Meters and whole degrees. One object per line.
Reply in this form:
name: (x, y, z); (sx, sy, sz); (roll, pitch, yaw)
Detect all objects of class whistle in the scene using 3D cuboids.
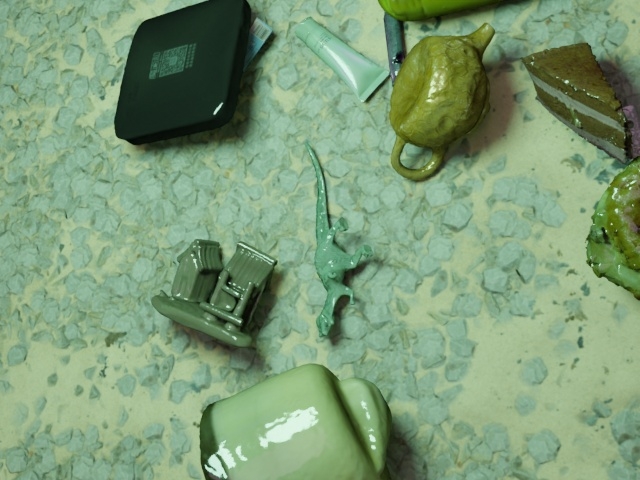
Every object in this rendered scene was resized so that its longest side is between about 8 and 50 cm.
whistle: (0.144, -0.376, 1.827); (0.033, 0.033, 0.176); (-10, 76, 16)

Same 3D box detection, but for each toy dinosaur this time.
toy dinosaur: (0.036, -0.013, 1.758); (0.129, 0.076, 0.382); (-15, 65, 40)

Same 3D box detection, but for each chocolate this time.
chocolate: (-0.016, 0.374, 1.574); (0.297, 0.314, 0.326); (-20, 72, 10)

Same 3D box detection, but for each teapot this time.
teapot: (0.229, -0.248, 1.712); (0.167, 0.203, 0.311); (15, 108, -20)

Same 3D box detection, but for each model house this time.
model house: (-0.186, 0.087, 1.789); (0.229, 0.122, 0.188); (22, 83, 24)

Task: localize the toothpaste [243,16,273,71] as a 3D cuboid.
toothpaste: (-0.170, -0.357, 1.921); (0.044, 0.070, 0.193); (36, 91, -8)

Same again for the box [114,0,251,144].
box: (-0.272, -0.339, 1.886); (0.289, 0.073, 0.289); (-8, 64, 31)

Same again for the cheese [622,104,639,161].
cheese: (0.565, -0.116, 1.621); (0.127, 0.050, 0.255); (-18, 73, 14)

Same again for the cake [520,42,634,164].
cake: (0.454, -0.240, 1.595); (0.113, 0.116, 0.295); (-24, 37, 0)

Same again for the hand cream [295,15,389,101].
hand cream: (0.036, -0.359, 1.852); (0.205, 0.050, 0.078); (42, 88, 17)

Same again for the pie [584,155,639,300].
pie: (0.603, -0.032, 1.511); (0.355, 0.103, 0.288); (-40, 78, 5)

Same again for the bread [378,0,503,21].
bread: (0.293, -0.498, 1.760); (0.384, 0.112, 0.166); (-11, 47, 12)
